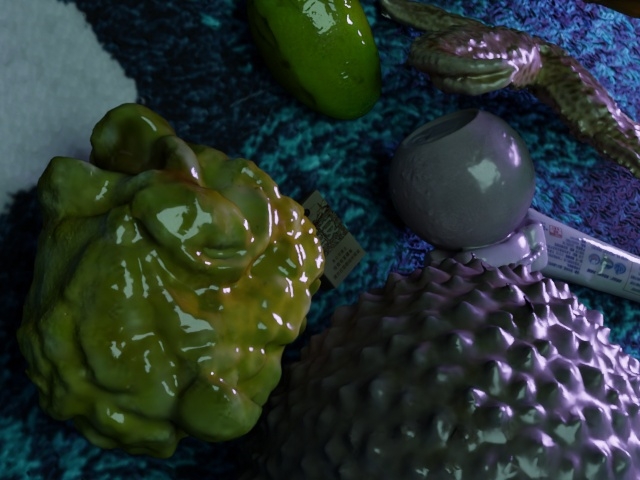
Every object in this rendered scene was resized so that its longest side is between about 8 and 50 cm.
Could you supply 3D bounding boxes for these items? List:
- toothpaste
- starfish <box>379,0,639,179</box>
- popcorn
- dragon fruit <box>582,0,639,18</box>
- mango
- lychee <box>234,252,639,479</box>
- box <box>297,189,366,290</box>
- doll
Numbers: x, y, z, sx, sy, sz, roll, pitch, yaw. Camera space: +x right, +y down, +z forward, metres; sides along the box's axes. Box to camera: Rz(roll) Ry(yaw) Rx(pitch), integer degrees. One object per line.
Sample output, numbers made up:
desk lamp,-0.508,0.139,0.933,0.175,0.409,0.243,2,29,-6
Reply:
toothpaste,0.314,0.031,1.473,0.268,0.047,0.069,19,92,-28
starfish,0.253,-0.134,1.343,0.432,0.324,0.082,27,109,-25
popcorn,-0.127,0.040,1.068,0.241,0.235,0.250,22,45,-2
dragon fruit,0.282,-0.385,1.379,0.225,0.305,0.306,-2,84,-27
mango,0.001,-0.193,1.266,0.119,0.100,0.178,-48,117,-32
lychee,0.118,0.215,1.125,0.380,0.380,0.432,40,50,-22
box,0.000,0.000,1.279,0.083,0.024,0.053,52,59,-18
doll,0.175,0.013,1.330,0.151,0.151,0.287,-35,106,-32
